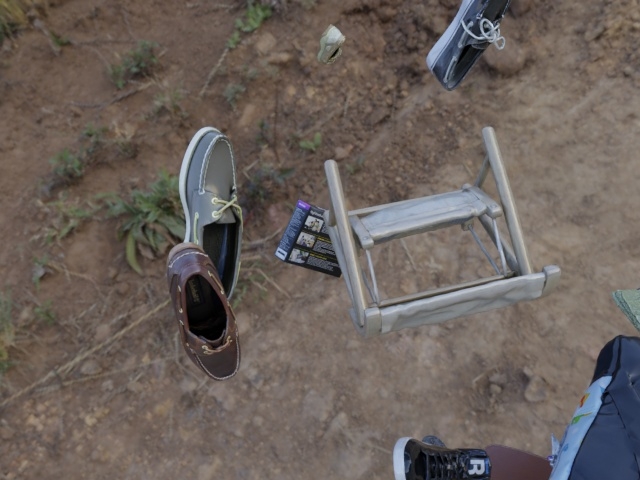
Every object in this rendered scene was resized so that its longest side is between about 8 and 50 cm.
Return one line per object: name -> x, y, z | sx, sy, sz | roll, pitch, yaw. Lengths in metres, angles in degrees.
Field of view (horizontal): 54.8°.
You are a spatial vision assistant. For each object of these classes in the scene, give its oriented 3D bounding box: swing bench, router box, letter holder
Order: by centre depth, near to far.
swing bench -> 0.153, 0.006, 0.876 | 0.253, 0.165, 0.254 | -11, 62, -6
router box -> 0.000, 0.000, 1.356 | 0.046, 0.179, 0.133 | 32, 99, 45
letter holder -> 0.469, 0.624, 1.464 | 0.214, 0.152, 0.302 | -25, 10, -28

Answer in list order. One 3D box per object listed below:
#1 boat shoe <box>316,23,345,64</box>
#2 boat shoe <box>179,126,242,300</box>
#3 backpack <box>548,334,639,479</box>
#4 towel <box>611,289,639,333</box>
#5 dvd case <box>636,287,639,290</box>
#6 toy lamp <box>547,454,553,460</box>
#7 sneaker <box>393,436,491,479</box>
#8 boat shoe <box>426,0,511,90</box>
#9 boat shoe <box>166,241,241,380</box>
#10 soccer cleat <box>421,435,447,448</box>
boat shoe -> 0.028, -0.422, 1.366 | 0.056, 0.048, 0.153 | -54, -3, -10
boat shoe -> -0.180, -0.038, 1.065 | 0.091, 0.305, 0.109 | 19, 19, 38
backpack -> 0.331, 0.309, 0.574 | 0.290, 0.273, 0.355 | 26, 39, 23
towel -> 0.512, 0.112, 0.922 | 0.110, 0.027, 0.148 | -2, 21, 5
dvd case -> 0.768, 0.135, 1.242 | 0.221, 0.018, 0.164 | -11, 44, -23
toy lamp -> 0.710, 0.583, 1.541 | 0.275, 0.080, 0.080 | 0, 41, 28
sneaker -> 0.198, 0.345, 0.955 | 0.121, 0.217, 0.079 | -11, 65, 23
boat shoe -> 0.342, -0.456, 1.335 | 0.306, 0.113, 0.105 | -50, 55, 43
boat shoe -> -0.142, 0.104, 0.765 | 0.073, 0.207, 0.073 | -24, 35, -15
soccer cleat -> 0.409, 0.816, 2.063 | 0.109, 0.116, 0.318 | -11, 57, -20
